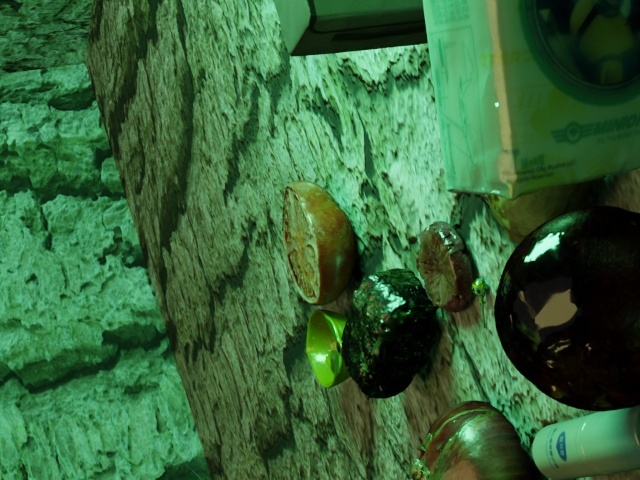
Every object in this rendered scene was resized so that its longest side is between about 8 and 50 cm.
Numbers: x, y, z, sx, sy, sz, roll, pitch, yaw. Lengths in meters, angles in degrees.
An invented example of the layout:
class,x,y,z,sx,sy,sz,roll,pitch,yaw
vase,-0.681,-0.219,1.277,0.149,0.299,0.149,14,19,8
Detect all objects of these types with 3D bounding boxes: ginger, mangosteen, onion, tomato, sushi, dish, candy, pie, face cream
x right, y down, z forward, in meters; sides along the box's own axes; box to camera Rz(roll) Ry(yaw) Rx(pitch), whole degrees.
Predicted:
class,x,y,z,sx,sy,sz,roll,pitch,yaw
ginger,0.267,-0.077,1.409,0.138,0.152,0.267,64,159,14
mangosteen,0.310,0.053,1.307,0.289,0.231,0.231,-73,-11,-55
onion,0.226,0.358,1.722,0.248,0.161,0.248,157,90,-86
tomato,0.000,0.000,2.180,0.237,0.095,0.237,167,90,-72
sushi,0.116,0.159,1.925,0.127,0.124,0.225,59,145,40
dish,0.037,0.199,2.202,0.207,0.080,0.149,167,96,-70
candy,0.238,0.095,1.729,0.025,0.023,0.083,19,126,48
pie,0.189,0.043,1.797,0.153,0.038,0.154,168,90,-71
face cream,0.351,0.248,1.437,0.250,0.077,0.077,139,118,-66

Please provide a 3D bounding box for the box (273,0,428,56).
class,x,y,z,sx,sy,sz,roll,pitch,yaw
box,0.059,-0.368,1.628,0.153,0.252,0.188,140,116,-67

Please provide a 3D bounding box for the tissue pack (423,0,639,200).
class,x,y,z,sx,sy,sz,roll,pitch,yaw
tissue pack,0.246,-0.257,1.174,0.162,0.287,0.388,8,108,61

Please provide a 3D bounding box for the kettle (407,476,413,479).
class,x,y,z,sx,sy,sz,roll,pitch,yaw
kettle,0.149,0.530,1.924,0.342,0.247,0.319,131,151,-54
